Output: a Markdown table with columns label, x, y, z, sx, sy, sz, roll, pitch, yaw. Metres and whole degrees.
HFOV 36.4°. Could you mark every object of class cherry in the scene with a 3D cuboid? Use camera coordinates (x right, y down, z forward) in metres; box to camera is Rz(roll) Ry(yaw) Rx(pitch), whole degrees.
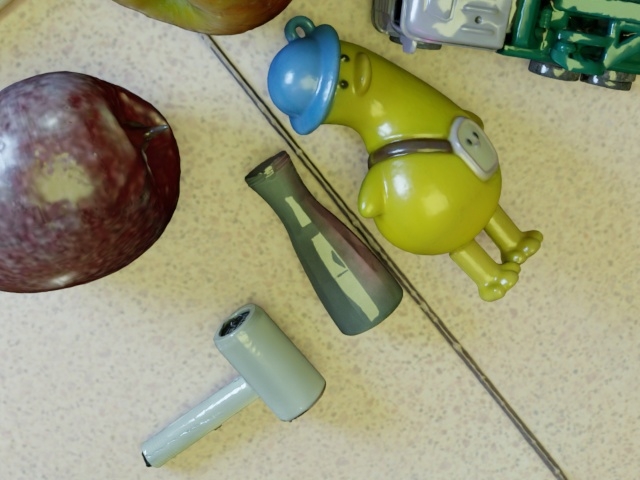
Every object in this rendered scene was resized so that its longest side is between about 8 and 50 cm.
| label | x | y | z | sx | sy | sz | roll | pitch | yaw |
| --- | --- | --- | --- | --- | --- | --- | --- | --- | --- |
| cherry | -0.264 | -0.051 | 0.951 | 0.300 | 0.230 | 0.203 | -21 | 96 | 15 |

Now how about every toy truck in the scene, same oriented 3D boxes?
| label | x | y | z | sx | sy | sz | roll | pitch | yaw |
| --- | --- | --- | --- | --- | --- | --- | --- | --- | --- |
| toy truck | 0.241 | -0.247 | 0.984 | 0.363 | 0.178 | 0.176 | 7 | 106 | -7 |

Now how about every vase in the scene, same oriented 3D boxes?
| label | x | y | z | sx | sy | sz | roll | pitch | yaw |
| --- | --- | --- | --- | --- | --- | --- | --- | --- | --- |
| vase | 0.000 | 0.000 | 1.080 | 0.086 | 0.086 | 0.214 | -35 | 104 | 4 |

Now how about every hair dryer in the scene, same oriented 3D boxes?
| label | x | y | z | sx | sy | sz | roll | pitch | yaw |
| --- | --- | --- | --- | --- | --- | --- | --- | --- | --- |
| hair dryer | -0.125 | 0.186 | 1.136 | 0.236 | 0.073 | 0.131 | -36 | 107 | 14 |

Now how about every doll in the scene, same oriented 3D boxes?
| label | x | y | z | sx | sy | sz | roll | pitch | yaw |
| --- | --- | --- | --- | --- | --- | --- | --- | --- | --- |
| doll | 0.091 | -0.099 | 1.042 | 0.363 | 0.145 | 0.199 | 47 | 57 | -9 |

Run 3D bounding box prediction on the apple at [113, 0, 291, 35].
| label | x | y | z | sx | sy | sz | roll | pitch | yaw |
| --- | --- | --- | --- | --- | --- | --- | --- | --- | --- |
| apple | -0.117 | -0.295 | 0.902 | 0.235 | 0.210 | 0.173 | 17 | 82 | 11 |
